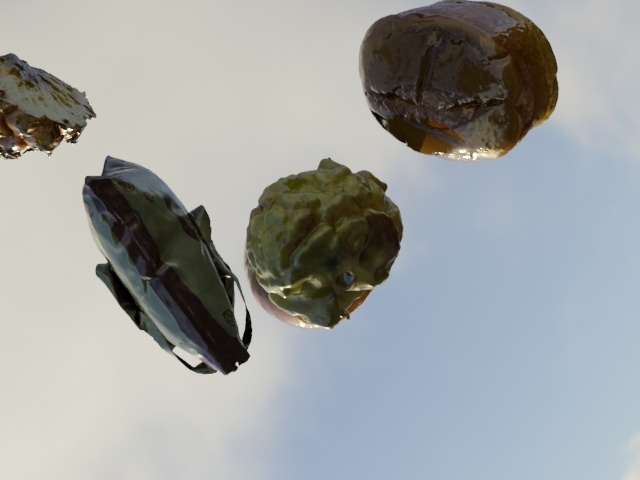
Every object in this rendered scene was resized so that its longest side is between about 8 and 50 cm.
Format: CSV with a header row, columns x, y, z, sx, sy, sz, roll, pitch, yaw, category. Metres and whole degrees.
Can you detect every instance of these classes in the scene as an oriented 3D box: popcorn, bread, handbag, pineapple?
x,y,z,sx,sy,sz,roll,pitch,yaw,category
0.003,0.000,2.045,0.218,0.169,0.189,-13,-53,-20,popcorn
0.167,-0.202,1.934,0.142,0.269,0.195,-30,-58,-34,bread
-0.158,0.018,1.562,0.127,0.235,0.213,-36,10,-3,handbag
-0.407,-0.140,2.037,0.164,0.140,0.249,-49,-32,10,pineapple

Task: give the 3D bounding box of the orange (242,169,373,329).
x,y,z,sx,sy,sz,roll,pitch,yaw,category
-0.015,0.011,2.288,0.171,0.240,0.240,19,-89,-40,orange
